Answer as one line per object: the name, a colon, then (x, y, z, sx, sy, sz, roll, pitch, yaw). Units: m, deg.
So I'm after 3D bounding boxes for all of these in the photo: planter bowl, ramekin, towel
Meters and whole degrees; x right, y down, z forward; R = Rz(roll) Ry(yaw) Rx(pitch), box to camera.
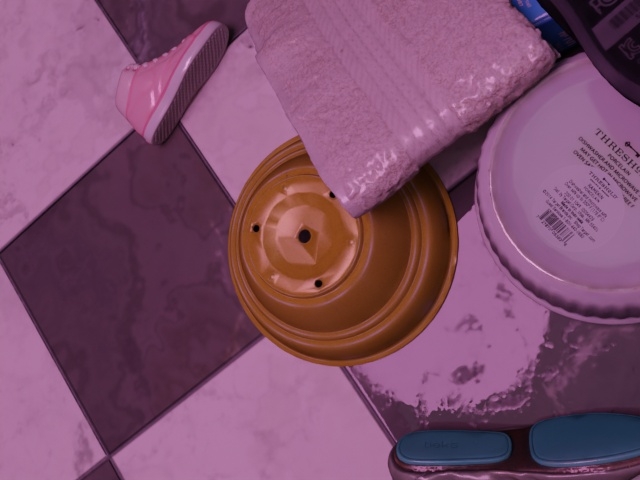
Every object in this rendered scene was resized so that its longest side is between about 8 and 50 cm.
planter bowl: (0.000, 0.000, 0.647, 0.217, 0.090, 0.217, -2, 85, 20)
ramekin: (0.212, -0.041, 0.563, 0.207, 0.109, 0.207, -2, 85, 20)
towel: (0.043, -0.169, 0.616, 0.187, 0.049, 0.282, -38, 50, 15)

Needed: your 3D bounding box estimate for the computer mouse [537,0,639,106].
computer mouse: (0.209, -0.184, 0.492, 0.188, 0.072, 0.272, -37, 56, 25)

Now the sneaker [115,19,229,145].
sneaker: (-0.149, -0.165, 0.735, 0.070, 0.051, 0.134, 39, 103, 14)

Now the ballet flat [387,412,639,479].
ballet flat: (0.159, 0.178, 0.595, 0.213, 0.072, 0.068, -9, 110, 20)

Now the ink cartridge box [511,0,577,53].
ink cartridge box: (0.223, -0.247, 0.571, 0.190, 0.082, 0.140, -24, 72, 25)
